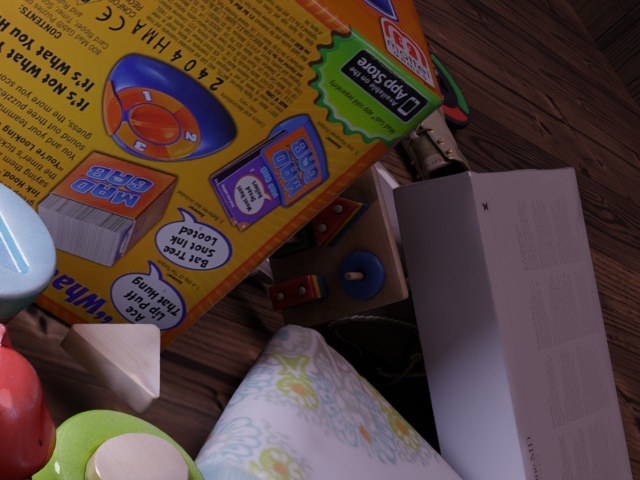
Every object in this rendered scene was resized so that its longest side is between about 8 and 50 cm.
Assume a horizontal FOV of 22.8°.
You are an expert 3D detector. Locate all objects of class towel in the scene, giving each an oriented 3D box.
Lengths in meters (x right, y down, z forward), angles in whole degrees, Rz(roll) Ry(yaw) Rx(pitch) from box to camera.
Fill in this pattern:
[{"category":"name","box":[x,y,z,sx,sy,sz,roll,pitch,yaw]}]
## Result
[{"category":"towel","box":[0.054,0.268,1.350,0.374,0.090,0.320,46,19,-6]}]

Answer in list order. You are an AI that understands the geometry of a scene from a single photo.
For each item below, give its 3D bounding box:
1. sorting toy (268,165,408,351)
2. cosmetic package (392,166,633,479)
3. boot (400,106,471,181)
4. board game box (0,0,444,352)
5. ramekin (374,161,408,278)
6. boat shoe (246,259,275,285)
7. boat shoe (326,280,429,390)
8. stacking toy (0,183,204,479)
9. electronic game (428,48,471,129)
[{"category":"sorting toy","box":[0.000,0.000,1.512,0.046,0.132,0.274,0,75,-62]},{"category":"cosmetic package","box":[0.207,0.116,1.645,0.284,0.097,0.377,-5,84,-62]},{"category":"boot","box":[0.124,-0.159,2.201,0.213,0.077,0.165,29,31,-47]},{"category":"board game box","box":[-0.170,-0.192,1.317,0.356,0.356,0.356,36,25,-30]},{"category":"ramekin","box":[0.021,-0.021,1.732,0.207,0.109,0.207,40,23,-21]},{"category":"boat shoe","box":[-0.079,0.022,1.581,0.100,0.035,0.035,40,50,-30]},{"category":"boat shoe","box":[0.108,0.111,1.676,0.305,0.109,0.091,22,61,-49]},{"category":"stacking toy","box":[-0.183,0.079,1.085,0.279,0.130,0.309,19,34,-31]},{"category":"electronic game","box":[0.150,-0.262,2.457,0.229,0.048,0.229,40,23,-21]}]
